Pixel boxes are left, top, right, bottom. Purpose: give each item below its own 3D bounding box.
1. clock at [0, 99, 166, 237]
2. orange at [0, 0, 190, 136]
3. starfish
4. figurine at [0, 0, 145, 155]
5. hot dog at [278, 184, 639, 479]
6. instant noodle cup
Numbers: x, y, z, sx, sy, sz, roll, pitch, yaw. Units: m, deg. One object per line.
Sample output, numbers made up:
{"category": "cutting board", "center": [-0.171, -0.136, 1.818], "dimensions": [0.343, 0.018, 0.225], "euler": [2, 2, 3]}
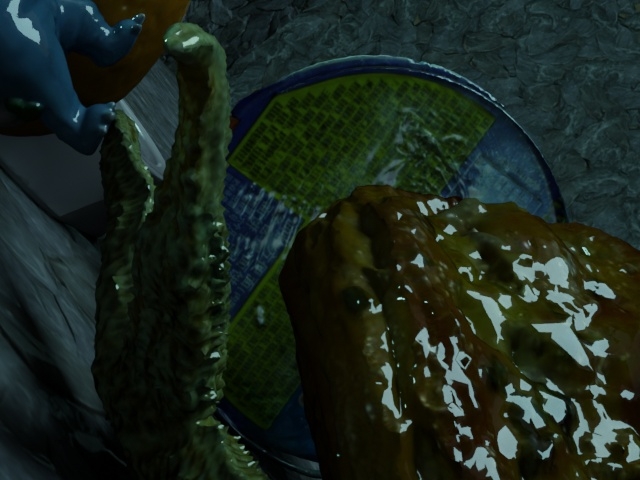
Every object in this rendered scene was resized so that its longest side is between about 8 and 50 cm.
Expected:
{"category": "clock", "center": [-0.186, -0.097, 0.865], "dimensions": [0.197, 0.068, 0.197], "euler": [51, 2, -3]}
{"category": "orange", "center": [-0.151, -0.174, 0.663], "dimensions": [0.171, 0.240, 0.240], "euler": [15, 19, -24]}
{"category": "starfish", "center": [-0.047, 0.084, 0.558], "dimensions": [0.347, 0.078, 0.358], "euler": [66, -15, 7]}
{"category": "figurine", "center": [-0.150, -0.110, 0.497], "dimensions": [0.178, 0.144, 0.114], "euler": [25, 43, -20]}
{"category": "hot dog", "center": [0.111, 0.127, 0.683], "dimensions": [0.267, 0.174, 0.387], "euler": [2, 55, -27]}
{"category": "instant noodle cup", "center": [0.000, 0.000, 0.984], "dimensions": [0.284, 0.284, 0.312], "euler": [51, -5, -15]}
